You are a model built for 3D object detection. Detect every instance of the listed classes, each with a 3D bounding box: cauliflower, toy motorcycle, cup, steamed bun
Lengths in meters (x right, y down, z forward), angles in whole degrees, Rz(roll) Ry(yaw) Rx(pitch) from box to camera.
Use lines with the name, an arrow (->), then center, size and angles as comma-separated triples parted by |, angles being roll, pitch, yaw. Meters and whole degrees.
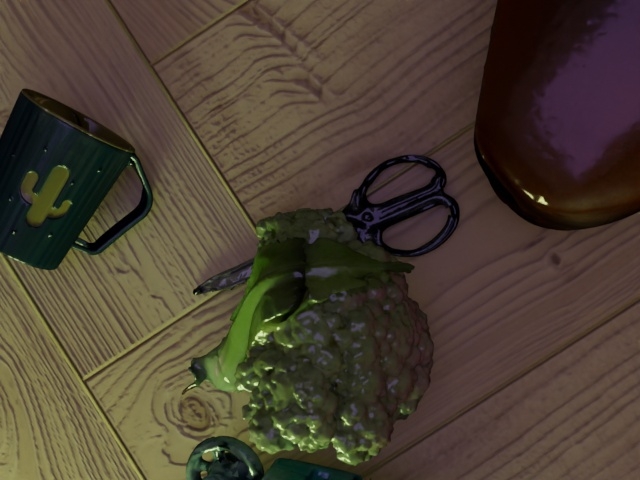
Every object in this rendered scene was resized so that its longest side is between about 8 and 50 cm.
cauliflower -> -0.023, 0.102, 1.124 | 0.315, 0.239, 0.256 | -26, 83, 44
toy motorcycle -> -0.019, 0.312, 1.136 | 0.260, 0.154, 0.206 | 13, 112, 12
cup -> -0.271, -0.051, 1.179 | 0.176, 0.131, 0.155 | 30, 96, -20
steamed bun -> 0.293, -0.194, 1.072 | 0.248, 0.235, 0.379 | 10, 88, 10

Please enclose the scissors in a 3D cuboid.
scissors -> 0.000, 0.000, 1.197 | 0.300, 0.022, 0.109 | -21, 83, 4
